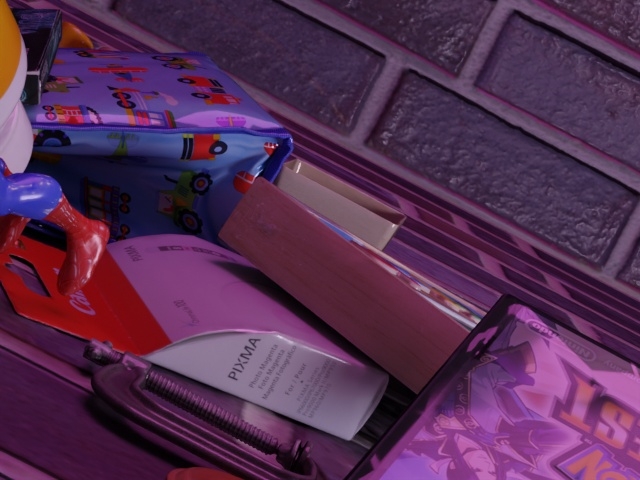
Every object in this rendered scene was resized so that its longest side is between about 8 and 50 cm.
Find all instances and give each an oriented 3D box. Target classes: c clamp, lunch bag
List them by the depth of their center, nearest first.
[{"bbox_3d":[-0.059,0.093,0.944,0.161,0.022,0.137,29,4,5],"label":"c clamp"},{"bbox_3d":[-0.201,-0.079,1.292,0.293,0.138,0.221,12,15,-24],"label":"lunch bag"}]

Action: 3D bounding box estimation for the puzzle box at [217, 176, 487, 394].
[{"bbox_3d":[0.133,0.100,1.253,0.272,0.052,0.409,37,4,35],"label":"puzzle box"}]

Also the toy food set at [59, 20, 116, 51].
[{"bbox_3d":[-0.170,-0.080,1.582,0.232,0.104,0.111,44,-11,-17],"label":"toy food set"}]

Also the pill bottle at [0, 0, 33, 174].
[{"bbox_3d":[-0.247,-0.123,1.016,0.136,0.136,0.245,32,-23,30],"label":"pill bottle"}]

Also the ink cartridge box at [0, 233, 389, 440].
[{"bbox_3d":[-0.092,0.034,1.128,0.232,0.066,0.189,29,7,-27],"label":"ink cartridge box"}]

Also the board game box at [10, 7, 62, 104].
[{"bbox_3d":[-0.249,-0.131,1.250,0.126,0.026,0.186,2,20,-4],"label":"board game box"}]

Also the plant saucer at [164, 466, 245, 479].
[{"bbox_3d":[-0.035,0.129,0.840,0.083,0.013,0.083,28,7,-4],"label":"plant saucer"}]

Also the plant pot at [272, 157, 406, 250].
[{"bbox_3d":[0.000,0.000,1.509,0.109,0.096,0.109,27,8,4],"label":"plant pot"}]

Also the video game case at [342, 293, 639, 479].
[{"bbox_3d":[0.137,0.155,0.714,0.275,0.035,0.248,30,40,15],"label":"video game case"}]

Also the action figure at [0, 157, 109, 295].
[{"bbox_3d":[-0.223,-0.019,0.926,0.091,0.139,0.280,26,-13,28],"label":"action figure"}]
